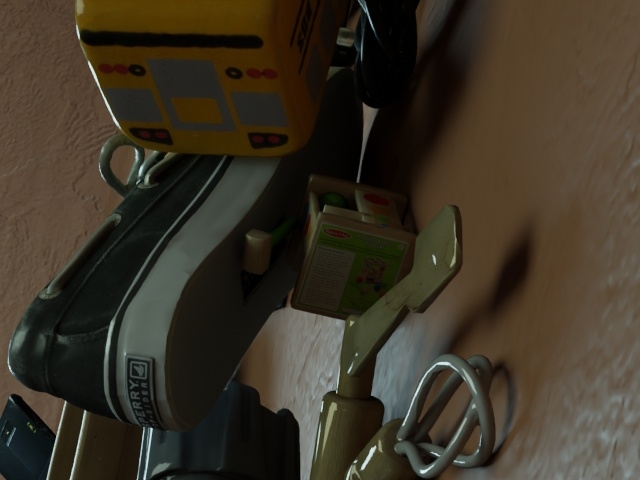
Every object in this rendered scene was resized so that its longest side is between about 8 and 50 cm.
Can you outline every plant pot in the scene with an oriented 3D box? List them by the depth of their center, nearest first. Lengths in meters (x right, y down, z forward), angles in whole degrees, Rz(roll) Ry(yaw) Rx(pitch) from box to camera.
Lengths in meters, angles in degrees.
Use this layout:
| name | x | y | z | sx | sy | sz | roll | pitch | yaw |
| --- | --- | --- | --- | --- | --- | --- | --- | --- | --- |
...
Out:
| name | x | y | z | sx | sy | sz | roll | pitch | yaw |
| --- | --- | --- | --- | --- | --- | --- | --- | --- | --- |
| plant pot | -0.138 | 0.173 | 1.459 | 0.237 | 0.110 | 0.237 | -166 | 90 | -81 |

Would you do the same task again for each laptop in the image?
| name | x | y | z | sx | sy | sz | roll | pitch | yaw |
| --- | --- | --- | --- | --- | --- | --- | --- | --- | --- |
| laptop | -0.254 | 0.305 | 1.838 | 0.136 | 0.264 | 0.234 | -41 | -5 | -24 |

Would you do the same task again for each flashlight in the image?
| name | x | y | z | sx | sy | sz | roll | pitch | yaw |
| --- | --- | --- | --- | --- | --- | --- | --- | --- | --- |
| flashlight | -0.058 | 0.208 | 0.945 | 0.103 | 0.103 | 0.304 | 108 | 165 | -51 |

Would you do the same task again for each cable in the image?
| name | x | y | z | sx | sy | sz | roll | pitch | yaw |
| --- | --- | --- | --- | --- | --- | --- | --- | --- | --- |
| cable | 0.040 | -0.163 | 1.104 | 0.150 | 0.047 | 0.184 | 162 | 121 | -78 |

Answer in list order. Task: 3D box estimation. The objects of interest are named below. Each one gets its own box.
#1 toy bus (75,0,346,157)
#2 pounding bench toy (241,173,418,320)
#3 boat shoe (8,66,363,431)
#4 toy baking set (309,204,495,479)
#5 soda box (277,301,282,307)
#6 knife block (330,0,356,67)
| name | x | y | z | sx | sy | sz | roll | pitch | yaw |
| --- | --- | --- | --- | --- | --- | --- | --- | --- | --- |
| toy bus | -0.030 | -0.213 | 1.047 | 0.130 | 0.108 | 0.332 | 70 | -153 | -52 |
| pounding bench toy | 0.000 | 0.000 | 1.002 | 0.065 | 0.083 | 0.052 | -102 | 27 | -66 |
| boat shoe | -0.064 | -0.006 | 1.058 | 0.306 | 0.105 | 0.113 | -58 | -30 | -48 |
| toy baking set | 0.032 | 0.108 | 0.855 | 0.197 | 0.030 | 0.256 | -159 | 76 | -74 |
| soda box | -0.072 | 0.014 | 1.410 | 0.210 | 0.071 | 0.067 | 158 | 125 | -78 |
| knife block | -0.030 | -0.163 | 1.373 | 0.275 | 0.088 | 0.242 | -93 | 20 | -58 |
